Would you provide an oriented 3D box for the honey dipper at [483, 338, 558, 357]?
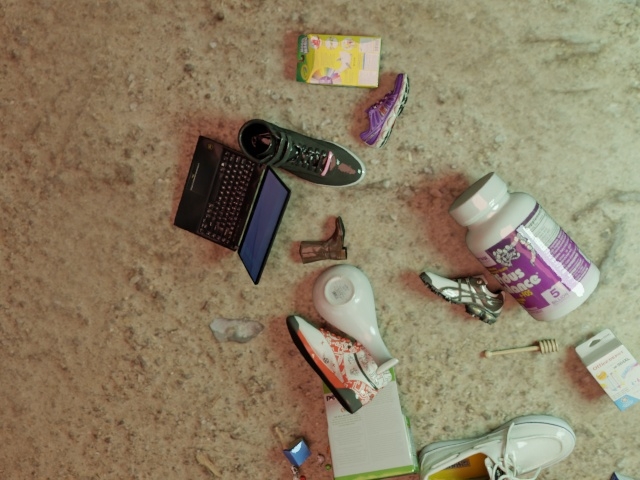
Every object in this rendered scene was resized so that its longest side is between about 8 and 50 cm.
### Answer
[{"bbox_3d":[0.452,0.249,1.324,0.160,0.030,0.030,-12,99,14],"label":"honey dipper"}]

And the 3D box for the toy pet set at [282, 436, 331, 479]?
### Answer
[{"bbox_3d":[-0.030,0.545,1.442,0.122,0.065,0.114,-31,95,13],"label":"toy pet set"}]

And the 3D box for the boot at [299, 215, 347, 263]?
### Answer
[{"bbox_3d":[0.000,0.000,1.345,0.114,0.037,0.106,-4,99,15],"label":"boot"}]

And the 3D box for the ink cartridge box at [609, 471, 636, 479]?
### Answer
[{"bbox_3d":[0.758,0.619,1.340,0.207,0.046,0.097,21,103,5],"label":"ink cartridge box"}]

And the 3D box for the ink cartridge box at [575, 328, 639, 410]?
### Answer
[{"bbox_3d":[0.632,0.273,1.267,0.092,0.090,0.143,-39,94,14],"label":"ink cartridge box"}]

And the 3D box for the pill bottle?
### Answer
[{"bbox_3d":[0.410,0.008,1.209,0.169,0.169,0.301,-43,92,14],"label":"pill bottle"}]

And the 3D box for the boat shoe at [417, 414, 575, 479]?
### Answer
[{"bbox_3d":[0.396,0.503,1.317,0.367,0.156,0.136,-15,99,12],"label":"boat shoe"}]

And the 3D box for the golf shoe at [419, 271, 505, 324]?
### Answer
[{"bbox_3d":[0.316,0.104,1.300,0.198,0.077,0.094,29,93,-4],"label":"golf shoe"}]

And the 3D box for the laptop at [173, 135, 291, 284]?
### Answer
[{"bbox_3d":[-0.205,-0.069,1.297,0.264,0.136,0.234,24,110,4],"label":"laptop"}]

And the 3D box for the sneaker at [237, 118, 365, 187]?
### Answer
[{"bbox_3d":[-0.049,-0.180,1.256,0.295,0.147,0.105,21,103,4],"label":"sneaker"}]

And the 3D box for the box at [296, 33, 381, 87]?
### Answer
[{"bbox_3d":[0.038,-0.384,1.255,0.179,0.043,0.105,5,102,6],"label":"box"}]

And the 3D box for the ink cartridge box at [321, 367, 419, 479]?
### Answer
[{"bbox_3d":[0.115,0.431,1.390,0.188,0.097,0.255,-14,65,12],"label":"ink cartridge box"}]

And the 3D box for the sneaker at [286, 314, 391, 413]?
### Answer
[{"bbox_3d":[0.046,0.255,1.367,0.145,0.090,0.270,-33,67,-19],"label":"sneaker"}]

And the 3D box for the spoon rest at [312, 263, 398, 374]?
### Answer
[{"bbox_3d":[0.081,0.176,1.311,0.137,0.084,0.276,-31,64,0],"label":"spoon rest"}]

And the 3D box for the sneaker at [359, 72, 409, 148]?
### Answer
[{"bbox_3d":[0.135,-0.281,1.249,0.071,0.068,0.170,29,105,8],"label":"sneaker"}]
